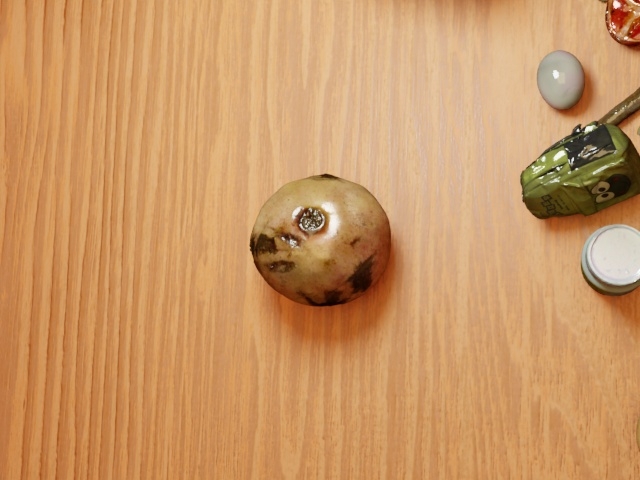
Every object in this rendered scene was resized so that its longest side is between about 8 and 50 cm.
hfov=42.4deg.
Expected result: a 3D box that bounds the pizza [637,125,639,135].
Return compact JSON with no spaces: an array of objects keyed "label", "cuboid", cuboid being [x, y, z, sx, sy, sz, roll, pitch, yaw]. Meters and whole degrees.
[{"label":"pizza","cuboid":[0.804,-0.241,1.773,0.184,0.036,0.176,-41,75,7]}]

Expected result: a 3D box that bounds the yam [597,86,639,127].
[{"label":"yam","cuboid":[0.710,-0.326,1.811,0.327,0.045,0.045,-40,50,10]}]

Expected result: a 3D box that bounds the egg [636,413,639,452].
[{"label":"egg","cuboid":[0.726,0.381,1.619,0.201,0.244,0.201,16,115,37]}]

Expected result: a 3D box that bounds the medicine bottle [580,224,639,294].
[{"label":"medicine bottle","cuboid":[0.608,0.041,1.700,0.139,0.225,0.139,-2,83,16]}]

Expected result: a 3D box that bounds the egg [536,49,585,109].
[{"label":"egg","cuboid":[0.537,-0.358,1.840,0.103,0.103,0.135,-12,81,17]}]

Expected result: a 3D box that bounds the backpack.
[{"label":"backpack","cuboid":[0.550,-0.141,1.759,0.253,0.207,0.140,-24,54,23]}]

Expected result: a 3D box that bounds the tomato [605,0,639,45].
[{"label":"tomato","cuboid":[0.708,-0.496,1.820,0.155,0.069,0.155,-4,79,20]}]

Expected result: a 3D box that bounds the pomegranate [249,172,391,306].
[{"label":"pomegranate","cuboid":[0.000,0.000,1.883,0.322,0.322,0.322,-2,82,18]}]
